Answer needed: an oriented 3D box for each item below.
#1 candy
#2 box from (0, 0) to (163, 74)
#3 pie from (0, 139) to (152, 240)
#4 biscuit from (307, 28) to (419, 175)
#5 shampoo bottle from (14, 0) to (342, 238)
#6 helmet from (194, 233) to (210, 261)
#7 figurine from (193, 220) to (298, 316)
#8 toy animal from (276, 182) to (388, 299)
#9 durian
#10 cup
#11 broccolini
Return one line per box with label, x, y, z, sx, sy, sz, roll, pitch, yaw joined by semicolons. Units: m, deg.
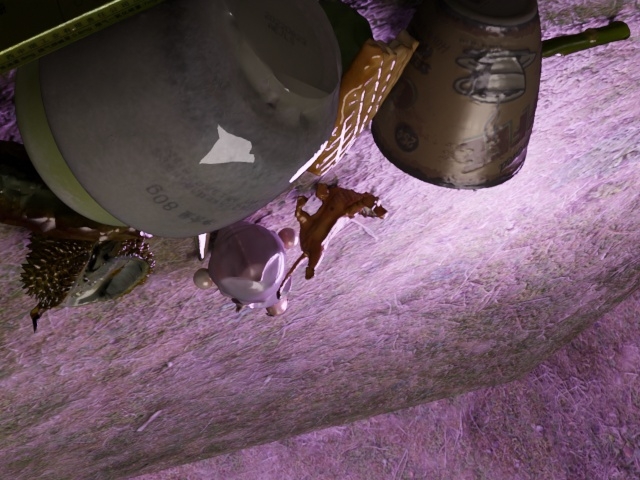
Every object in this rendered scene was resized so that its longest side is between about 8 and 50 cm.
candy;-0.035;-0.185;1.874;0.132;0.142;0.343;-23;164;-32
box;-0.231;-0.292;1.348;0.311;0.173;0.043;-23;161;4
pie;-0.334;-0.063;1.731;0.288;0.103;0.354;6;-172;-28
biscuit;0.047;-0.168;1.692;0.205;0.040;0.309;-56;176;15
shampoo bottle;-0.152;-0.167;1.506;0.317;0.323;0.322;-13;169;39
helmet;-0.127;-0.111;1.809;0.137;0.204;0.258;-14;128;2
figurine;-0.119;0.055;2.393;0.200;0.133;0.276;-25;161;-2
toy animal;-0.005;-0.006;2.331;0.255;0.114;0.116;-48;165;-10
durian;-0.369;0.026;2.052;0.237;0.138;0.193;-34;160;22
cup;0.225;-0.252;1.910;0.301;0.227;0.257;-48;161;-46
broccolini;0.301;-0.273;2.128;0.392;0.074;0.079;-16;117;-19
